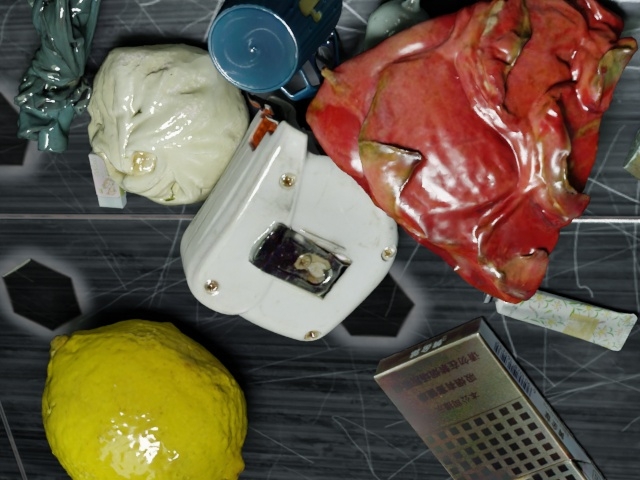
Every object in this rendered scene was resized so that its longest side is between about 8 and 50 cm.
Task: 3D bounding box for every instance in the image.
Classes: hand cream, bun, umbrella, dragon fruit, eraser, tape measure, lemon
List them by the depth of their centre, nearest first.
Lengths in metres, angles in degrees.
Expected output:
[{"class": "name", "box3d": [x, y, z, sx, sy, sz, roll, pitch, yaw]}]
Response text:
[{"class": "dragon fruit", "box3d": [0.186, -0.126, 1.427, 0.286, 0.228, 0.329, 29, 122, -32]}, {"class": "umbrella", "box3d": [-0.311, -0.271, 1.577, 0.094, 0.143, 0.349, -3, 136, -31]}, {"class": "tape measure", "box3d": [-0.034, -0.015, 1.621, 0.265, 0.130, 0.258, 25, 108, -23]}, {"class": "bun", "box3d": [-0.201, -0.136, 1.638, 0.231, 0.133, 0.231, 9, 127, 12]}, {"class": "hand cream", "box3d": [0.307, 0.095, 1.690, 0.194, 0.042, 0.067, 17, 124, 1]}, {"class": "eraser", "box3d": [-0.288, -0.083, 1.766, 0.038, 0.019, 0.083, 3, 123, 14]}, {"class": "lemon", "box3d": [-0.250, 0.246, 1.829, 0.322, 0.268, 0.268, 39, 127, 10]}]

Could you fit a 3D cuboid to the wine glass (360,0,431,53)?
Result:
[{"class": "wine glass", "box3d": [0.104, -0.269, 1.487, 0.079, 0.079, 0.195, 23, 124, 1]}]

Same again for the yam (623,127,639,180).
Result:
[{"class": "yam", "box3d": [0.473, -0.060, 1.502, 0.259, 0.106, 0.106, 32, 126, -3]}]

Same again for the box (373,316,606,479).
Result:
[{"class": "box", "box3d": [0.239, 0.266, 1.820, 0.180, 0.047, 0.325, -27, 111, 30]}]

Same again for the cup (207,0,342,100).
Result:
[{"class": "cup", "box3d": [-0.044, -0.236, 1.507, 0.131, 0.155, 0.176, -27, 110, 31]}]
